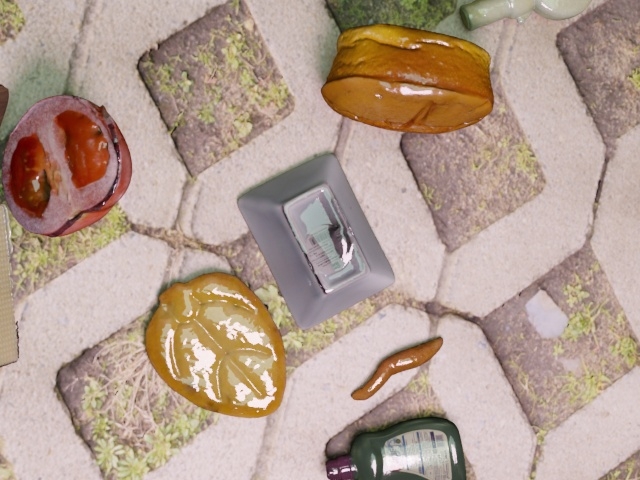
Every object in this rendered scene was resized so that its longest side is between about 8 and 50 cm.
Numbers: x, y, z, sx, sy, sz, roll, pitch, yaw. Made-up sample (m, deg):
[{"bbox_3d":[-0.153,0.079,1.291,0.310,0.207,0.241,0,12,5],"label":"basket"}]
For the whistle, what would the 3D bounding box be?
[{"bbox_3d":[0.353,-0.412,2.051,0.258,0.067,0.126,-22,91,-8],"label":"whistle"}]

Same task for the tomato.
[{"bbox_3d":[-0.370,-0.116,1.876,0.228,0.112,0.199,-24,81,25],"label":"tomato"}]

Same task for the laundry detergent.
[{"bbox_3d":[0.118,0.365,1.980,0.222,0.078,0.144,-10,94,-11],"label":"laundry detergent"}]

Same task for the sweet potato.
[{"bbox_3d":[0.125,0.203,2.007,0.179,0.044,0.044,-31,94,-11],"label":"sweet potato"}]

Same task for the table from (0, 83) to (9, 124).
[{"bbox_3d":[-0.657,-0.126,1.787,0.249,0.317,0.317,26,84,4],"label":"table"}]

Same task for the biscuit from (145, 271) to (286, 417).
[{"bbox_3d":[-0.154,0.172,1.952,0.203,0.041,0.260,-41,94,-9],"label":"biscuit"}]

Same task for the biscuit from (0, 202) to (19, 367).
[{"bbox_3d":[-0.513,0.071,1.830,0.052,0.150,0.252,-2,97,23],"label":"biscuit"}]

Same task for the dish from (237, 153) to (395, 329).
[{"bbox_3d":[0.000,0.000,1.967,0.182,0.080,0.243,-27,94,-10],"label":"dish"}]

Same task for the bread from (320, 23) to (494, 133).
[{"bbox_3d":[0.139,-0.245,1.943,0.270,0.195,0.142,10,80,-6],"label":"bread"}]
